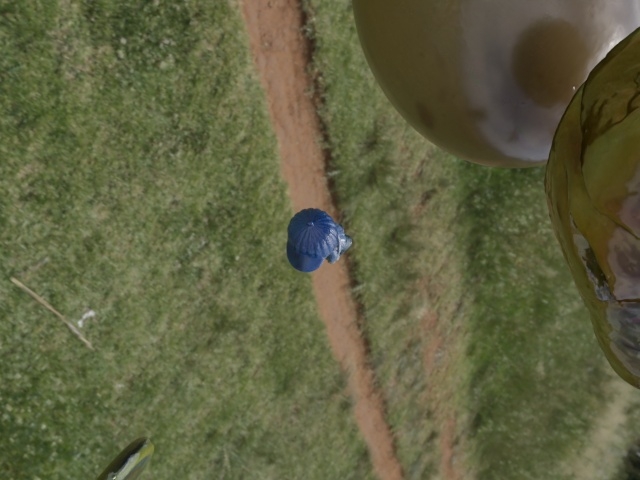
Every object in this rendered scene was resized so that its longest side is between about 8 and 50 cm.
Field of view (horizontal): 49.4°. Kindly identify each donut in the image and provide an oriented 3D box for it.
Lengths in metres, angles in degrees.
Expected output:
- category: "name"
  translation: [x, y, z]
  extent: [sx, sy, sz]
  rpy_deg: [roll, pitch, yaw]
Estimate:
- category: "donut"
  translation: [0.345, -0.031, 0.528]
  extent: [0.170, 0.360, 0.360]
  rpy_deg: [-90, -178, -51]

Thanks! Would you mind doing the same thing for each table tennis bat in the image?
- category: "table tennis bat"
  translation: [-0.296, 0.373, 0.836]
  extent: [0.369, 0.054, 0.224]
  rpy_deg: [-58, 175, 36]

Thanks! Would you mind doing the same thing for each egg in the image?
- category: "egg"
  translation: [0.201, -0.256, 0.823]
  extent: [0.301, 0.374, 0.301]
  rpy_deg: [-52, -175, 6]

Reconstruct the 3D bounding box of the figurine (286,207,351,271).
- category: "figurine"
  translation: [0.007, -0.005, 0.952]
  extent: [0.079, 0.077, 0.136]
  rpy_deg: [-41, 163, 29]
